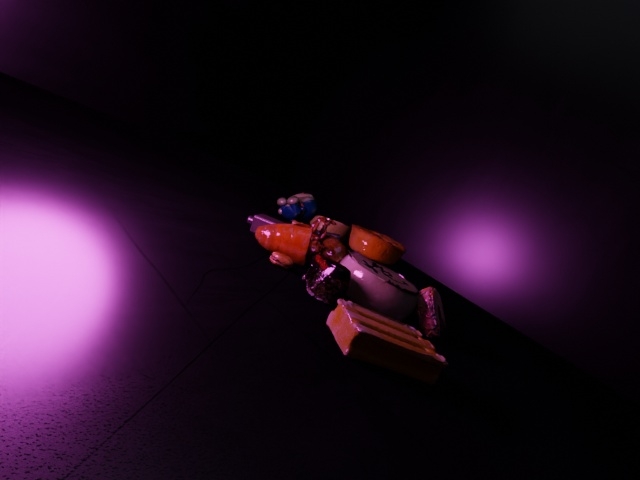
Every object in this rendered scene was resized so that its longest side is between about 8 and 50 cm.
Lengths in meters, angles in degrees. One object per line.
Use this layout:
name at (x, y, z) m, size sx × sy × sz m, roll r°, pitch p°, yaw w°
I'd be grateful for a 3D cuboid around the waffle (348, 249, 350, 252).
waffle at (0.102, 0.068, 2.200) m, size 0.250 × 0.056 × 0.261 m, roll 36°, pitch 10°, yaw 29°

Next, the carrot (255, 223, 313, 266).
carrot at (-0.147, 0.006, 1.625) m, size 0.225 × 0.159 × 0.159 m, roll 13°, pitch 12°, yaw -7°

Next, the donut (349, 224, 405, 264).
donut at (0.248, 0.024, 1.863) m, size 0.278 × 0.108 × 0.277 m, roll 22°, pitch 8°, yaw -3°

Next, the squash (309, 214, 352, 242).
squash at (0.050, -0.075, 2.184) m, size 0.220 × 0.133 × 0.220 m, roll 31°, pitch 14°, yaw -9°

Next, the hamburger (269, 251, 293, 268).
hamburger at (-0.141, 0.071, 1.507) m, size 0.083 × 0.044 × 0.076 m, roll 27°, pitch 10°, yaw -28°

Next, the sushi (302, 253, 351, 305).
sushi at (0.026, 0.134, 1.435) m, size 0.136 × 0.126 × 0.225 m, roll 24°, pitch 4°, yaw -16°

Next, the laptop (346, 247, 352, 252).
laptop at (0.162, 0.073, 2.478) m, size 0.135 × 0.016 × 0.197 m, roll 22°, pitch 10°, yaw -29°

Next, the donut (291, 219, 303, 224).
donut at (-0.078, -0.046, 2.239) m, size 0.181 × 0.078 × 0.146 m, roll 29°, pitch 6°, yaw 36°

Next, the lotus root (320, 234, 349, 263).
lotus root at (0.053, 0.060, 1.887) m, size 0.145 × 0.128 × 0.260 m, roll 10°, pitch 19°, yaw -27°

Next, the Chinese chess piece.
Chinese chess piece at (0.226, 0.182, 1.673) m, size 0.349 × 0.146 × 0.349 m, roll 28°, pitch 9°, yaw -5°

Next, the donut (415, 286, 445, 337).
donut at (0.449, 0.291, 1.699) m, size 0.085 × 0.199 × 0.233 m, roll -12°, pitch -11°, yaw 24°

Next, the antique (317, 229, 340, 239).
antique at (0.000, 0.000, 2.046) m, size 0.183 × 0.088 × 0.086 m, roll 12°, pitch 10°, yaw -1°

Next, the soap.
soap at (0.183, 0.285, 1.170) m, size 0.315 × 0.091 × 0.199 m, roll 24°, pitch 10°, yaw -24°

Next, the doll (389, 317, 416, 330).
doll at (0.260, 0.304, 1.370) m, size 0.162 × 0.062 × 0.106 m, roll 24°, pitch 14°, yaw -23°

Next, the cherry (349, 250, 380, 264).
cherry at (0.205, 0.113, 2.013) m, size 0.176 × 0.140 × 0.176 m, roll 4°, pitch 16°, yaw -1°

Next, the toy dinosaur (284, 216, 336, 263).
toy dinosaur at (-0.033, -0.037, 1.879) m, size 0.097 × 0.208 × 0.432 m, roll 45°, pitch 7°, yaw -30°

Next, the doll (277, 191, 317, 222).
doll at (-0.137, -0.202, 2.585) m, size 0.199 × 0.186 × 0.322 m, roll -1°, pitch 10°, yaw 33°

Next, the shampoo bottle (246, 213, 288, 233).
shampoo bottle at (-0.202, -0.046, 1.767) m, size 0.246 × 0.080 × 0.079 m, roll 22°, pitch 14°, yaw 14°
